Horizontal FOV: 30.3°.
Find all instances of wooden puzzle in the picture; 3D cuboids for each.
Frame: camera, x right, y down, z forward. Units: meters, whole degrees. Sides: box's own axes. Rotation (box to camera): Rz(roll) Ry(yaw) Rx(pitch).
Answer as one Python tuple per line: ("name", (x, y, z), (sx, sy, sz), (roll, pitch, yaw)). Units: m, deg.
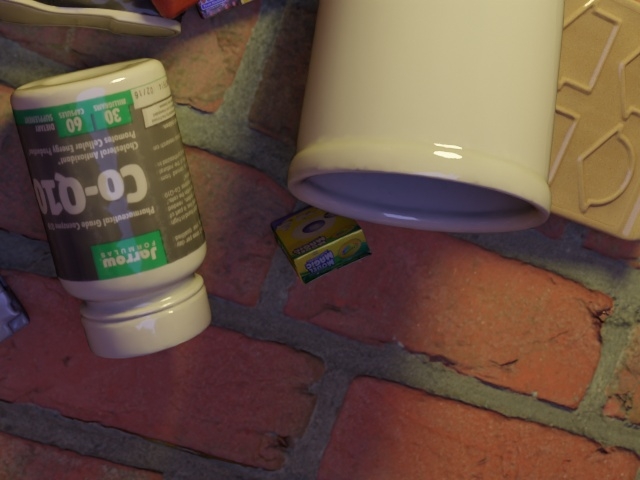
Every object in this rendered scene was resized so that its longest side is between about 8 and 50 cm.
("wooden puzzle", (0.377, -0.196, 1.706), (0.348, 0.080, 0.322), (19, 99, -20))

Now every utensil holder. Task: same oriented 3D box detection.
("utensil holder", (0.140, -0.229, 1.486), (0.327, 0.327, 0.385), (9, 80, -14))

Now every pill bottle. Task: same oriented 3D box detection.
("pill bottle", (-0.264, -0.044, 1.553), (0.204, 0.204, 0.361), (-15, 105, -8))

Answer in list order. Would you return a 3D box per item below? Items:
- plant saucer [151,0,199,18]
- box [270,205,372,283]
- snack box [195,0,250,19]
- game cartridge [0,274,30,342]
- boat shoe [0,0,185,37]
("plant saucer", (-0.163, -0.457, 1.505), (0.259, 0.048, 0.258), (-35, 88, -9))
("box", (0.000, 0.000, 1.630), (0.105, 0.179, 0.043), (-25, 116, -6))
("snack box", (-0.113, -0.371, 1.594), (0.141, 0.037, 0.100), (-23, 105, -5))
("game cartridge", (-0.556, 0.044, 1.594), (0.196, 0.060, 0.294), (-33, 107, -6))
("boat shoe", (-0.340, -0.331, 1.529), (0.335, 0.112, 0.095), (5, 84, -18))
